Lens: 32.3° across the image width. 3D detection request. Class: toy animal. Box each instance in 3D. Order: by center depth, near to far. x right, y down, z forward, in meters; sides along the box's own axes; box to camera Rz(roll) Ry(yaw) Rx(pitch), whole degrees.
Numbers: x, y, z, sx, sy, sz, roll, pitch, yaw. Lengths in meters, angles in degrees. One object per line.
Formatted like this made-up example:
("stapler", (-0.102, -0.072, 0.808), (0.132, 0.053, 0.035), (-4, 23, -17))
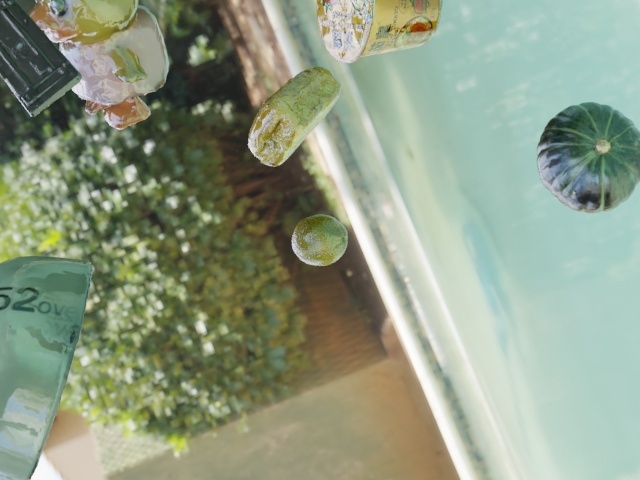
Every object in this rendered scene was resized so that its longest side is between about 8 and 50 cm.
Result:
("toy animal", (-0.325, -0.315, 1.629), (0.195, 0.169, 0.281), (32, 158, 40))

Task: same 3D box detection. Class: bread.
("bread", (-0.042, -0.206, 1.795), (0.083, 0.114, 0.211), (35, -146, 4))

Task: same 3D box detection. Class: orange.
("orange", (0.000, 0.000, 1.791), (0.085, 0.095, 0.085), (6, -98, -51))

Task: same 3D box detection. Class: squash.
("squash", (0.522, -0.158, 2.132), (0.172, 0.218, 0.218), (121, 129, -66))

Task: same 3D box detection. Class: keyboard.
("keyboard", (-0.298, -0.189, 1.095), (0.204, 0.061, 0.013), (46, 173, 41))

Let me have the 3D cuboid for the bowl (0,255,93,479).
("bowl", (-0.469, 0.172, 1.592), (0.354, 0.185, 0.353), (-161, 90, -75))

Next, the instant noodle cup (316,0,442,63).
("instant noodle cup", (0.113, -0.444, 2.070), (0.216, 0.172, 0.215), (25, 119, 59))
